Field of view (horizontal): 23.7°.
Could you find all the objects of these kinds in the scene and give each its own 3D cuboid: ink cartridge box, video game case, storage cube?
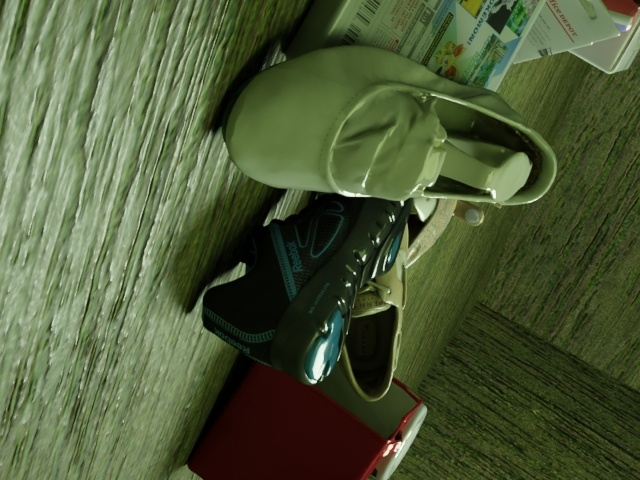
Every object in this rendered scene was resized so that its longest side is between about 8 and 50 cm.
[{"bbox_3d":[0.366,-0.337,2.179,0.117,0.207,0.283,-62,170,14],"label":"ink cartridge box"},{"bbox_3d":[0.129,-0.257,1.441,0.300,0.036,0.329,28,91,-56],"label":"video game case"},{"bbox_3d":[-0.019,0.237,1.900,0.193,0.215,0.183,-57,172,18],"label":"storage cube"},{"bbox_3d":[0.240,-0.260,1.682,0.180,0.104,0.060,-9,-138,42],"label":"ink cartridge box"}]

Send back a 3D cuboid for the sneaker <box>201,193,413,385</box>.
[{"bbox_3d":[0.000,0.000,1.572,0.341,0.139,0.125,-54,157,-49],"label":"sneaker"}]

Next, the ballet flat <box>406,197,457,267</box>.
[{"bbox_3d":[0.093,-0.012,2.059,0.316,0.107,0.106,-57,158,-24],"label":"ballet flat"}]

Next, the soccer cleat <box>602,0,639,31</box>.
[{"bbox_3d":[0.375,-0.341,1.909,0.318,0.116,0.108,-45,161,-53],"label":"soccer cleat"}]

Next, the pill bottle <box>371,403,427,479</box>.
[{"bbox_3d":[0.027,0.222,2.056,0.119,0.208,0.119,-57,169,-17],"label":"pill bottle"}]

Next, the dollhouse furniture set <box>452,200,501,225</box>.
[{"bbox_3d":[0.209,-0.051,2.425,0.144,0.123,0.151,-65,169,22],"label":"dollhouse furniture set"}]

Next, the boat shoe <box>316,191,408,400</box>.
[{"bbox_3d":[0.053,0.049,1.776,0.098,0.109,0.302,-102,-171,-57],"label":"boat shoe"}]

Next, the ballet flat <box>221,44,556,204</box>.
[{"bbox_3d":[0.087,-0.088,1.363,0.400,0.139,0.139,1,120,-52],"label":"ballet flat"}]
